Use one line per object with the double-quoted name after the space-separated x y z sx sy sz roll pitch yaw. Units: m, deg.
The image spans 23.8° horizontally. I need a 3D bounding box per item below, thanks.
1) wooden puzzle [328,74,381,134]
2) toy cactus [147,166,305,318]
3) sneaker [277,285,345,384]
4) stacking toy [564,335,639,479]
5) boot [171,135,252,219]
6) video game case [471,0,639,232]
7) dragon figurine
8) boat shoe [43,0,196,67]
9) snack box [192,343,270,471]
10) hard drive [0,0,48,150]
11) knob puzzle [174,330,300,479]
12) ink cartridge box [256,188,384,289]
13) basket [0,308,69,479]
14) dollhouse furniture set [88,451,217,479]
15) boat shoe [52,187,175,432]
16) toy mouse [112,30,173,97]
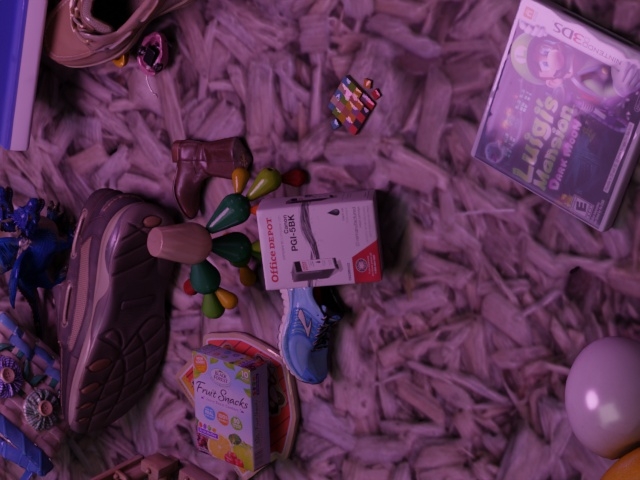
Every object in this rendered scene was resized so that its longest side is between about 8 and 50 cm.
0.035 -0.153 1.715 0.049 0.006 0.083 47 130 18 "wooden puzzle"
-0.122 -0.004 1.799 0.219 0.180 0.112 -55 48 33 "toy cactus"
-0.007 0.097 1.805 0.073 0.063 0.162 8 111 36 "sneaker"
0.364 0.312 1.452 0.350 0.351 0.480 -45 56 41 "stacking toy"
-0.131 -0.076 1.872 0.114 0.037 0.106 2 109 36 "boot"
0.248 -0.129 1.526 0.173 0.022 0.190 34 125 28 "video game case"
-0.412 0.034 2.079 0.085 0.144 0.289 41 128 24 "dragon figurine"
-0.255 -0.282 1.814 0.302 0.098 0.109 -18 93 44 "boat shoe"
-0.112 0.210 1.911 0.100 0.037 0.141 14 114 36 "snack box"
-0.392 -0.305 1.949 0.210 0.040 0.318 -122 39 -51 "hard drive"
-0.100 0.201 1.945 0.213 0.030 0.213 15 114 37 "knob puzzle"
0.000 0.000 1.722 0.135 0.056 0.099 -6 104 7 "ink cartridge box"
-0.482 0.245 2.079 0.255 0.289 0.201 44 163 -28 "basket"
-0.242 0.373 2.066 0.151 0.123 0.144 25 121 33 "dollhouse furniture set"
-0.283 0.089 2.017 0.130 0.132 0.355 39 121 39 "boat shoe"
-0.218 -0.264 1.880 0.143 0.031 0.161 -34 82 43 "toy mouse"
